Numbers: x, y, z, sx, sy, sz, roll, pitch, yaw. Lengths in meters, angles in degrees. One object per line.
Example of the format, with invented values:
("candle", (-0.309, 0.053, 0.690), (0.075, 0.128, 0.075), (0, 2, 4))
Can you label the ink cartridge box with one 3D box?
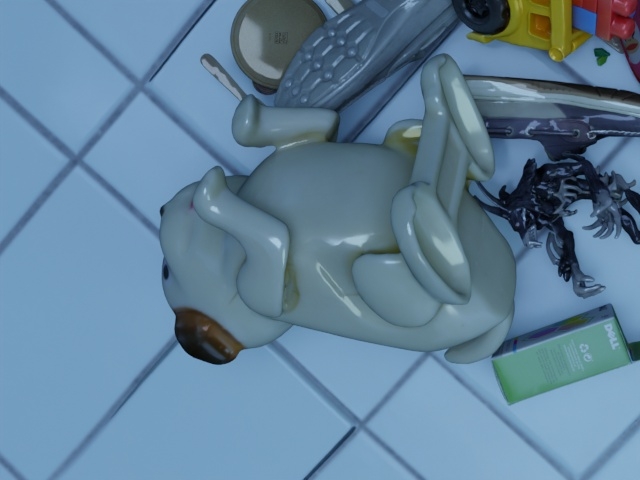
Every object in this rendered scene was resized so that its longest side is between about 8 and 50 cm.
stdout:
("ink cartridge box", (0.312, 0.125, 1.716), (0.209, 0.109, 0.062), (-20, 92, 11))

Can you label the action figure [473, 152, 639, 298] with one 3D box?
("action figure", (0.319, -0.026, 1.676), (0.275, 0.164, 0.141), (-2, 58, 3))

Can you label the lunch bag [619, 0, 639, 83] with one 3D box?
("lunch bag", (0.412, -0.263, 1.565), (0.120, 0.293, 0.258), (-15, 93, -9))

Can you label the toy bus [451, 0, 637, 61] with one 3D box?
("toy bus", (0.263, -0.311, 1.593), (0.211, 0.149, 0.220), (28, 142, 35))

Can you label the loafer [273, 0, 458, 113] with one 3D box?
("loafer", (0.081, -0.240, 1.712), (0.319, 0.111, 0.112), (-42, 49, 5))

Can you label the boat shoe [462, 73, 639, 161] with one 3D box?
("boat shoe", (0.283, -0.140, 1.704), (0.285, 0.103, 0.092), (9, 102, 13))

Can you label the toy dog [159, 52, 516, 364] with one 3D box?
("toy dog", (0.000, 0.000, 1.666), (0.407, 0.395, 0.285), (-9, 53, 26))

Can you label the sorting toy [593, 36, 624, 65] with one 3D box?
("sorting toy", (0.346, -0.252, 1.722), (0.062, 0.012, 0.083), (37, 97, 0))

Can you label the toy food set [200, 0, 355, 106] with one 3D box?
("toy food set", (-0.047, -0.243, 1.767), (0.192, 0.038, 0.132), (-43, 95, -4))
